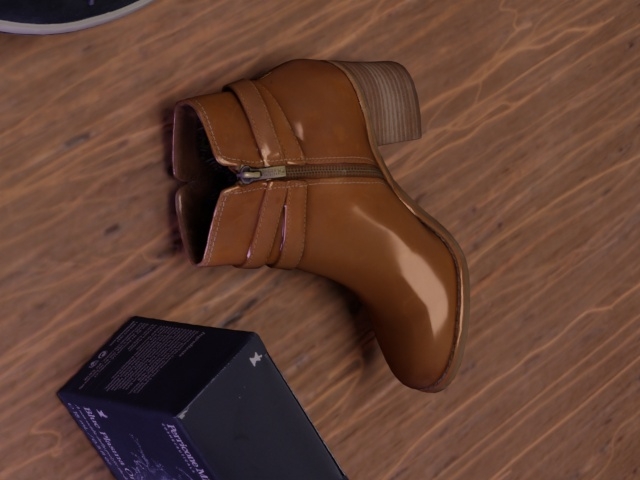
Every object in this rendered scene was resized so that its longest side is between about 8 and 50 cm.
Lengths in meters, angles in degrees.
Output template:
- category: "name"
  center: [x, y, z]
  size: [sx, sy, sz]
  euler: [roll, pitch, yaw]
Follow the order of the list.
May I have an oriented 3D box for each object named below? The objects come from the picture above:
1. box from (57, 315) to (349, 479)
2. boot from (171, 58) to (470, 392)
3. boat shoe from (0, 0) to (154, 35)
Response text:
- category: "box"
  center: [-0.084, 0.146, 1.354]
  size: [0.093, 0.158, 0.156]
  euler: [-46, 119, -29]
- category: "boot"
  center: [0.000, 0.000, 1.448]
  size: [0.220, 0.109, 0.283]
  euler: [-14, 99, -40]
- category: "boat shoe"
  center: [-0.222, -0.240, 1.181]
  size: [0.500, 0.156, 0.187]
  euler: [-4, 76, -49]
